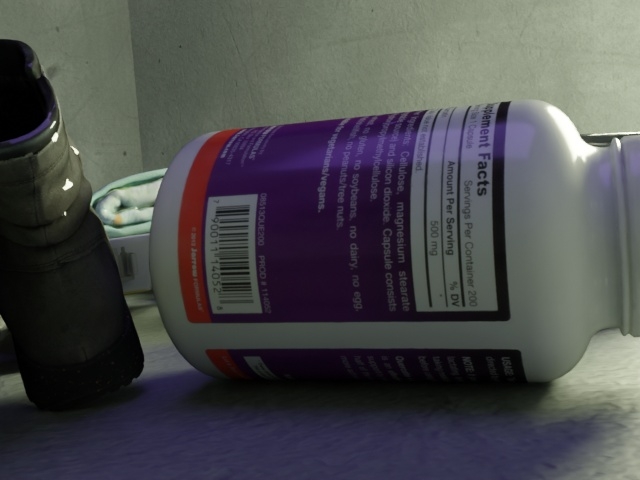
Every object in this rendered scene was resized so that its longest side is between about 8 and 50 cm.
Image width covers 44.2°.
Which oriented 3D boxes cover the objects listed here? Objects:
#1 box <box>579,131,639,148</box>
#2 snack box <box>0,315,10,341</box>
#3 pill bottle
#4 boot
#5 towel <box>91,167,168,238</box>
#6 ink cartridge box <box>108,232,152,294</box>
[{"bbox_3d":[0.187,-0.014,0.779,0.143,0.165,0.270,-6,4,-24],"label":"box"},{"bbox_3d":[-0.353,0.050,0.671,0.178,0.022,0.064,17,21,-1],"label":"snack box"},{"bbox_3d":[0.062,0.004,0.532,0.323,0.181,0.181,-3,4,18],"label":"pill bottle"},{"bbox_3d":[-0.225,-0.050,0.600,0.118,0.223,0.338,-22,32,-25],"label":"boot"},{"bbox_3d":[-0.186,-0.029,1.244,0.374,0.090,0.320,-13,-15,-20],"label":"towel"},{"bbox_3d":[-0.221,0.024,0.886,0.307,0.072,0.303,-5,1,3],"label":"ink cartridge box"}]
